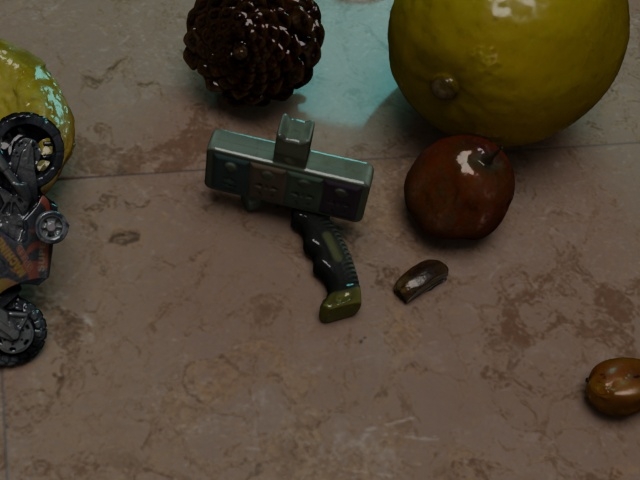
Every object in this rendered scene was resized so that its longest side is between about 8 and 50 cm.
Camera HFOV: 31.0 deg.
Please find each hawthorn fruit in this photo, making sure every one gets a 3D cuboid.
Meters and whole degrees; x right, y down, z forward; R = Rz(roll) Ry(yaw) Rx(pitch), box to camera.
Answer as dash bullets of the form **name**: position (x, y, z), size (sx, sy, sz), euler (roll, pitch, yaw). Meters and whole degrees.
- **hawthorn fruit**: position (0.201, -0.084, 1.547), size (0.149, 0.189, 0.149), euler (28, 34, -21)

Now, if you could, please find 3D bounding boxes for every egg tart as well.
- **egg tart**: position (-0.472, -0.133, 1.481), size (0.315, 0.120, 0.315), euler (8, 58, -13)

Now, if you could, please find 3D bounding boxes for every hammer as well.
- **hammer**: position (0.000, 0.000, 1.529), size (0.158, 0.041, 0.226), euler (-13, 59, -16)

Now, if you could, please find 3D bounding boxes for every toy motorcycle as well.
- **toy motorcycle**: position (-0.391, -0.004, 1.344), size (0.173, 0.108, 0.307), euler (4, 96, -23)

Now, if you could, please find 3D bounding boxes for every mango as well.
- **mango**: position (0.392, 0.185, 1.463), size (0.114, 0.060, 0.080), euler (-2, 41, -9)

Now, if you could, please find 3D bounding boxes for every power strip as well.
- **power strip**: position (-0.037, -0.104, 1.480), size (0.215, 0.145, 0.061), euler (13, 56, -1)

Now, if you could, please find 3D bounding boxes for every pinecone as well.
- **pinecone**: position (-0.086, -0.289, 1.628), size (0.207, 0.208, 0.208), euler (5, 56, -7)

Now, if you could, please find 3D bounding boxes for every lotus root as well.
- **lotus root**: position (0.134, 0.047, 1.527), size (0.083, 0.030, 0.037), euler (-29, 64, -27)

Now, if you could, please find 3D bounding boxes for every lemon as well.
- **lemon**: position (0.256, -0.289, 1.599), size (0.348, 0.348, 0.348), euler (5, 56, -7)
